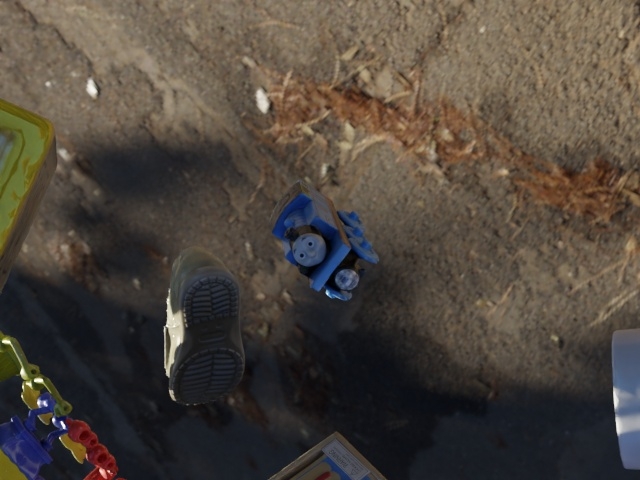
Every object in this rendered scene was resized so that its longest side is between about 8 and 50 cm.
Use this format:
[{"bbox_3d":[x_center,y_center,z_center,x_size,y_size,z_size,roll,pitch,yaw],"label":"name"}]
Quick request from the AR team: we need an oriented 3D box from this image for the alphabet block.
[{"bbox_3d":[-0.374,-0.046,0.859,0.192,0.193,0.197,22,171,-14],"label":"alphabet block"}]

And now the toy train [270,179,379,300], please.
[{"bbox_3d":[0.000,0.000,1.034,0.105,0.184,0.080,31,105,-16],"label":"toy train"}]

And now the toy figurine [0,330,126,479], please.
[{"bbox_3d":[-0.401,0.277,1.107,0.191,0.217,0.362,23,148,44],"label":"toy figurine"}]

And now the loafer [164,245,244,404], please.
[{"bbox_3d":[-0.150,0.112,1.164,0.092,0.102,0.268,-110,25,-43],"label":"loafer"}]

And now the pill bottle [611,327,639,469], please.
[{"bbox_3d":[0.426,0.146,0.837,0.283,0.161,0.161,-5,125,21],"label":"pill bottle"}]

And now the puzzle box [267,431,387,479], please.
[{"bbox_3d":[0.048,0.475,1.249,0.409,0.272,0.052,37,147,37],"label":"puzzle box"}]
